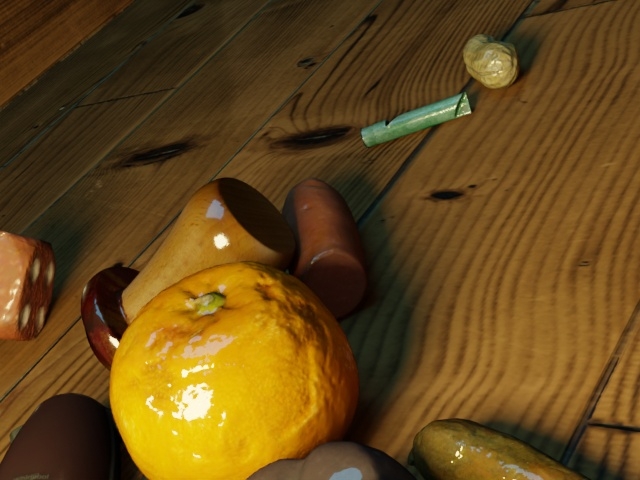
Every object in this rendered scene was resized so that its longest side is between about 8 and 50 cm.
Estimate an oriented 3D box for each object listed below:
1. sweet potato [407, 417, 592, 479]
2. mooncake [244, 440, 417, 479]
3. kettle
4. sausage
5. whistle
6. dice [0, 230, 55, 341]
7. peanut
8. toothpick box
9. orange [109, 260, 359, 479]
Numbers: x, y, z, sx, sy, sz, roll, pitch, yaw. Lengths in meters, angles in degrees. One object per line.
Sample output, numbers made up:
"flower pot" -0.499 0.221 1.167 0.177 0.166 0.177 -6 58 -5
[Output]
"sweet potato" 0.182 0.217 0.852 0.075 0.075 0.273 -44 34 -23
"mooncake" 0.002 0.291 0.846 0.245 0.133 0.245 -29 31 19
"kettle" -0.290 0.275 1.156 0.202 0.144 0.232 -9 27 1
"sausage" 0.000 0.000 1.336 0.113 0.113 0.259 -27 29 8
"whistle" 0.155 -0.195 1.579 0.186 0.039 0.039 -17 31 26
"dice" -0.553 0.068 1.626 0.174 0.175 0.179 63 -139 -84
"peanut" 0.279 -0.294 1.580 0.080 0.080 0.174 -29 25 4
"toothpick box" -0.178 0.062 1.269 0.294 0.192 0.192 -43 23 21
"orange" -0.091 0.155 1.033 0.261 0.261 0.261 -24 28 14
